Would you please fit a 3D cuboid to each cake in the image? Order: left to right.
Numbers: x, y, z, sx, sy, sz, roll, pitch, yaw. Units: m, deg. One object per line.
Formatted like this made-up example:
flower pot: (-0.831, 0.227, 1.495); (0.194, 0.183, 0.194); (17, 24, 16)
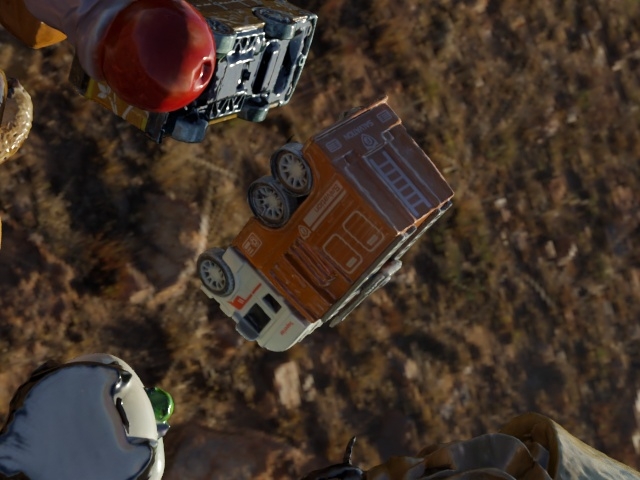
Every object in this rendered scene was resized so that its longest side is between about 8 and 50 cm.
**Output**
cake: (0.131, 0.302, 1.114); (0.321, 0.332, 0.332); (30, 44, -6)

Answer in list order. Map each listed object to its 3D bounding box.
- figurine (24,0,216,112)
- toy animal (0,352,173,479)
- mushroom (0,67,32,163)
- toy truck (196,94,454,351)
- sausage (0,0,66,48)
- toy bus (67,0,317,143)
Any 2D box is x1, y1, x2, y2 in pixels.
figurine: (-0.139, -0.175, 0.423); (0.287, 0.176, 0.186); (30, 38, 9)
toy animal: (-0.294, 0.250, 1.463); (0.267, 0.213, 0.212); (69, 7, -83)
mushroom: (-0.221, -0.054, 0.646); (0.087, 0.127, 0.127); (26, 52, -24)
toy truck: (0.000, 0.000, 1.501); (0.207, 0.387, 0.173); (49, 48, 8)
sausage: (-0.209, -0.258, 0.895); (0.105, 0.274, 0.105); (10, 60, -18)
toy bus: (-0.163, -0.254, 1.485); (0.194, 0.161, 0.323); (30, 27, 19)
